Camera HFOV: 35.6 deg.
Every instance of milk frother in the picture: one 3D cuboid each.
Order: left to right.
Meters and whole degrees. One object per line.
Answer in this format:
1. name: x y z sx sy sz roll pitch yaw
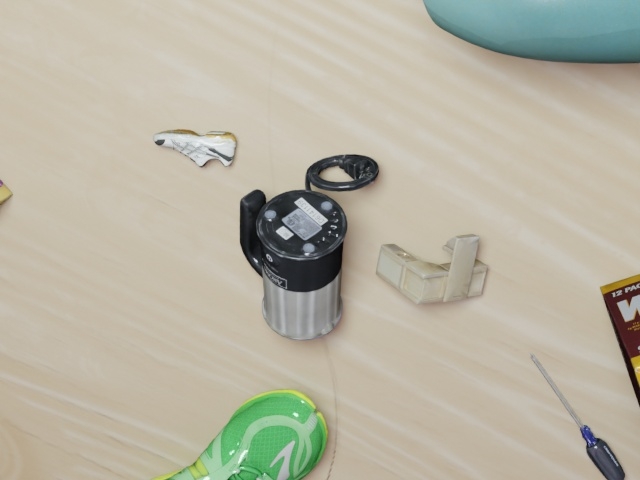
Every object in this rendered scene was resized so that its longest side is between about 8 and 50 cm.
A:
1. milk frother: 0.000 0.000 0.978 0.143 0.129 0.134 -20 145 -16

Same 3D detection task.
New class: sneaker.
1. sneaker: -0.126 -0.091 0.992 0.083 0.032 0.036 5 108 6
2. sneaker: -0.109 0.271 1.057 0.295 0.123 0.109 -39 99 16

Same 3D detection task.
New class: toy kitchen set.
1. toy kitchen set: 0.115 0.015 0.999 0.083 0.075 0.068 -5 116 -34

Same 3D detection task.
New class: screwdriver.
1. screwdriver: 0.269 0.183 1.043 0.025 0.024 0.170 -32 95 -15

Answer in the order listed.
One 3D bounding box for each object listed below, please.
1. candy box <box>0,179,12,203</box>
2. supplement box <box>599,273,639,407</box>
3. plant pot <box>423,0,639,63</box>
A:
1. candy box: -0.428 -0.030 1.036 0.187 0.053 0.109 -35 100 17
2. supplement box: 0.362 0.139 0.922 0.129 0.194 0.191 -19 104 12
3. plant pot: 0.195 -0.272 0.773 0.235 0.293 0.293 -4 107 19
